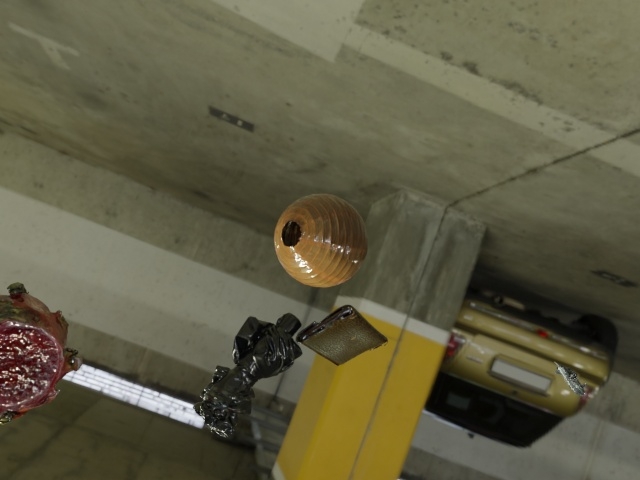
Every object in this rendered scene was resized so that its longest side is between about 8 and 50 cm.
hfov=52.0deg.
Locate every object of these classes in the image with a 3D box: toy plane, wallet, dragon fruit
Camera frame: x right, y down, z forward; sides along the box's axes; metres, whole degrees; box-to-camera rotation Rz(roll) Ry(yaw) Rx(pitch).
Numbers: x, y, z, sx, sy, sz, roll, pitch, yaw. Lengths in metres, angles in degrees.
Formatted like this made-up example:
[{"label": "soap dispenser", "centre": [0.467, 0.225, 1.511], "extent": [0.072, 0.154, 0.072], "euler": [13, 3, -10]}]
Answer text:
[{"label": "toy plane", "centre": [0.500, 0.276, 1.307], "extent": [0.083, 0.031, 0.078], "euler": [44, -175, -7]}, {"label": "wallet", "centre": [0.049, 0.202, 1.376], "extent": [0.039, 0.133, 0.243], "euler": [64, -171, 30]}, {"label": "dragon fruit", "centre": [-0.552, 0.223, 1.191], "extent": [0.211, 0.282, 0.147], "euler": [12, 179, -43]}]

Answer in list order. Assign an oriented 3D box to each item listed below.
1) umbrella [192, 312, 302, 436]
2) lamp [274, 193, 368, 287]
[{"label": "umbrella", "centre": [-0.140, 0.252, 1.297], "extent": [0.122, 0.272, 0.110], "euler": [36, 170, 24]}, {"label": "lamp", "centre": [0.000, 0.000, 0.935], "extent": [0.136, 0.136, 0.136], "euler": [21, 173, 3]}]
